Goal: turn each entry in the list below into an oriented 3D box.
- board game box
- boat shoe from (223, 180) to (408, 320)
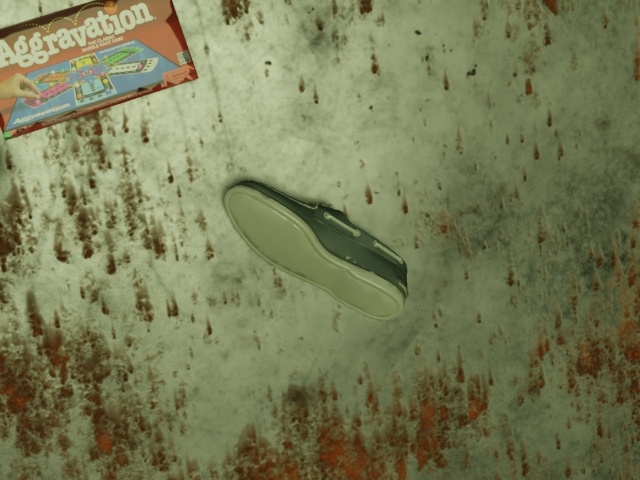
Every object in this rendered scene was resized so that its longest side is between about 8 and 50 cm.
[{"bbox_3d":[-0.327,-0.252,1.198,0.281,0.027,0.145,-20,104,-8],"label":"board game box"},{"bbox_3d":[0.000,0.000,1.306,0.319,0.116,0.099,34,49,-10],"label":"boat shoe"}]
